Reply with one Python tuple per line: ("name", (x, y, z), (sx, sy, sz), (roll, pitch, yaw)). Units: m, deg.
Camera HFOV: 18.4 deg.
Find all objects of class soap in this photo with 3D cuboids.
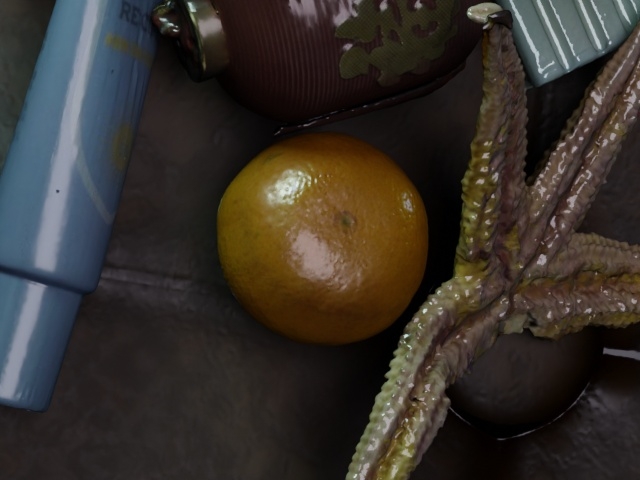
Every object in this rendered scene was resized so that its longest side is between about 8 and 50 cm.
("soap", (0.165, -0.226, 1.512), (0.119, 0.066, 0.198), (-26, 97, -19))

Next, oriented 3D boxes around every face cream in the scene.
("face cream", (-0.171, -0.072, 1.379), (0.086, 0.135, 0.385), (14, 85, 21))

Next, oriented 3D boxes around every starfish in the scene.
("starfish", (0.172, 0.005, 1.440), (0.398, 0.132, 0.384), (-7, 116, -34))

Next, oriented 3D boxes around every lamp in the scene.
("lamp", (0.010, -0.171, 1.405), (0.258, 0.180, 0.180), (-20, 95, -16))

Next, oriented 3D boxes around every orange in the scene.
("orange", (0.000, 0.000, 1.422), (0.156, 0.124, 0.156), (5, 75, -18))
